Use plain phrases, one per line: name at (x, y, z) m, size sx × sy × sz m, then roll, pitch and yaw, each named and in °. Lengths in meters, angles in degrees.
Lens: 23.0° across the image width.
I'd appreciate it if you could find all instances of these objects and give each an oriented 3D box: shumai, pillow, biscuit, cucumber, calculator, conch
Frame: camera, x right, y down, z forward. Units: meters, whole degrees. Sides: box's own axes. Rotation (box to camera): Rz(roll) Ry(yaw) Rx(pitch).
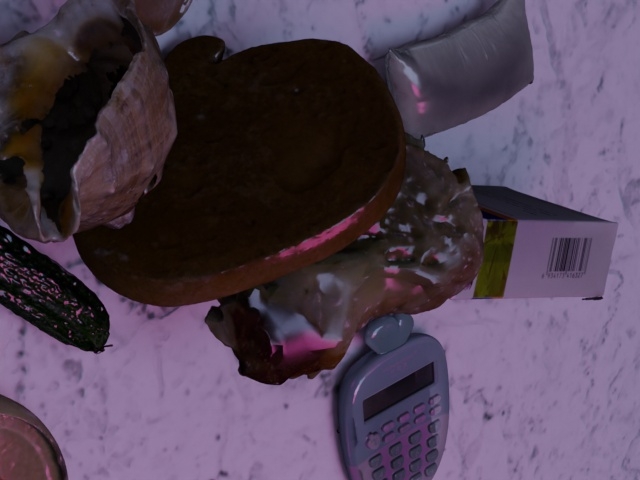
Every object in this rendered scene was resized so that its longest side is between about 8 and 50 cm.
shumai at (-0.001, 0.001, 1.722) m, size 0.217 × 0.346 × 0.283 m, roll -61°, pitch 179°, yaw 34°
pillow at (0.181, -0.221, 1.995) m, size 0.254 × 0.078 × 0.144 m, roll -28°, pitch 121°, yaw -31°
biscuit at (-0.097, -0.087, 1.668) m, size 0.367 × 0.314 × 0.063 m, roll -22°, pitch 146°, yaw -6°
cucumber at (-0.305, 0.045, 1.657) m, size 0.265 × 0.077 × 0.077 m, roll 37°, pitch 78°, yaw -42°
calculator at (0.098, 0.225, 2.092) m, size 0.185 × 0.041 × 0.298 m, roll -26°, pitch 122°, yaw -33°
conch at (-0.227, -0.106, 1.514) m, size 0.186 × 0.324 × 0.263 m, roll 20°, pitch 116°, yaw -36°

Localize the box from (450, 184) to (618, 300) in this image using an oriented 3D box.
box at (0.206, -0.002, 2.004) m, size 0.299 × 0.200 × 0.106 m, roll 2°, pitch 104°, yaw -43°

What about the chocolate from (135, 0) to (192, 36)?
chocolate at (-0.168, -0.347, 1.646) m, size 0.261 × 0.083 × 0.161 m, roll -62°, pitch 150°, yaw -7°

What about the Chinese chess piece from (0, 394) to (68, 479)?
Chinese chess piece at (-0.384, 0.275, 1.643) m, size 0.250 × 0.103 × 0.249 m, roll -14°, pitch 112°, yaw -40°
